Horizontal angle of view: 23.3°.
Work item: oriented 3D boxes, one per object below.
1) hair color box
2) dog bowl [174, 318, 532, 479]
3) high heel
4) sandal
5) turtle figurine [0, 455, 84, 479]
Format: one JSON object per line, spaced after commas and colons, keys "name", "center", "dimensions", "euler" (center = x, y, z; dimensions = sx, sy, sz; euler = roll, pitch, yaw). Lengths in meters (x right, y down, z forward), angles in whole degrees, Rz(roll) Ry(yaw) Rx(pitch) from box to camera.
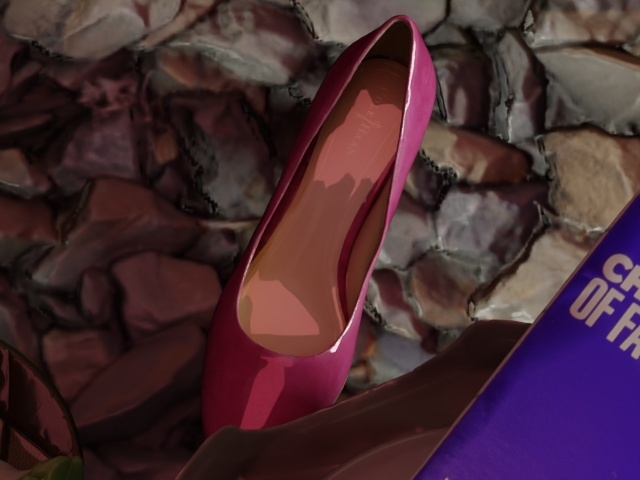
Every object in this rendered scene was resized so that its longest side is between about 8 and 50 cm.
{"name": "hair color box", "center": [0.078, 0.131, 0.604], "dimensions": [0.110, 0.185, 0.339], "euler": [35, 69, 13]}
{"name": "dog bowl", "center": [0.077, 0.215, 0.722], "dimensions": [0.349, 0.102, 0.349], "euler": [1, 64, -2]}
{"name": "high heel", "center": [0.000, 0.000, 0.809], "dimensions": [0.082, 0.117, 0.244], "euler": [26, 66, 9]}
{"name": "sandal", "center": [-0.204, 0.078, 0.798], "dimensions": [0.219, 0.060, 0.090], "euler": [22, 89, 24]}
{"name": "turtle figurine", "center": [-0.243, 0.055, 0.676], "dimensions": [0.266, 0.198, 0.275], "euler": [28, 99, 24]}
